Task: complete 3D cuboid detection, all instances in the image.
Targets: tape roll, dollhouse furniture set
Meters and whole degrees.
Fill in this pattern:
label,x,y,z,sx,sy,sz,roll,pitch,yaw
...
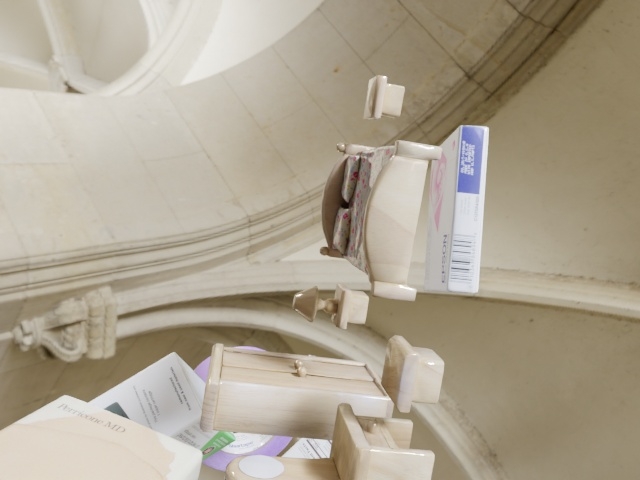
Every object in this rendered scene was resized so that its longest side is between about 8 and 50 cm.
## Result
label,x,y,z,sx,sy,sz,roll,pitch,yaw
tape roll,-0.185,0.392,1.298,0.090,0.275,0.274,-148,-121,-65
dollhouse furniture set,0.000,0.000,0.513,0.303,0.174,0.355,-138,-124,-79

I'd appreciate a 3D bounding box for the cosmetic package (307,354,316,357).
label,x,y,z,sx,sy,sz,roll,pitch,yaw
cosmetic package,-0.012,0.252,1.053,0.041,0.115,0.060,-40,-104,-4

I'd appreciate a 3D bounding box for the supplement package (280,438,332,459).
label,x,y,z,sx,sy,sz,roll,pitch,yaw
supplement package,0.056,0.510,1.060,0.145,0.204,0.262,-40,-125,-8

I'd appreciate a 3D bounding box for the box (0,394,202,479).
label,x,y,z,sx,sy,sz,roll,pitch,yaw
box,-0.208,0.223,0.327,0.148,0.311,0.121,17,-80,10

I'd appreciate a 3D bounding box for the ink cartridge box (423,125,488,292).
label,x,y,z,sx,sy,sz,roll,pitch,yaw
ink cartridge box,0.276,-0.048,1.209,0.071,0.330,0.324,5,-95,-2

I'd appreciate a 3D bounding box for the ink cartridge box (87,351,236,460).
label,x,y,z,sx,sy,sz,roll,pitch,yaw
ink cartridge box,-0.309,0.333,0.897,0.121,0.289,0.211,54,-11,28
